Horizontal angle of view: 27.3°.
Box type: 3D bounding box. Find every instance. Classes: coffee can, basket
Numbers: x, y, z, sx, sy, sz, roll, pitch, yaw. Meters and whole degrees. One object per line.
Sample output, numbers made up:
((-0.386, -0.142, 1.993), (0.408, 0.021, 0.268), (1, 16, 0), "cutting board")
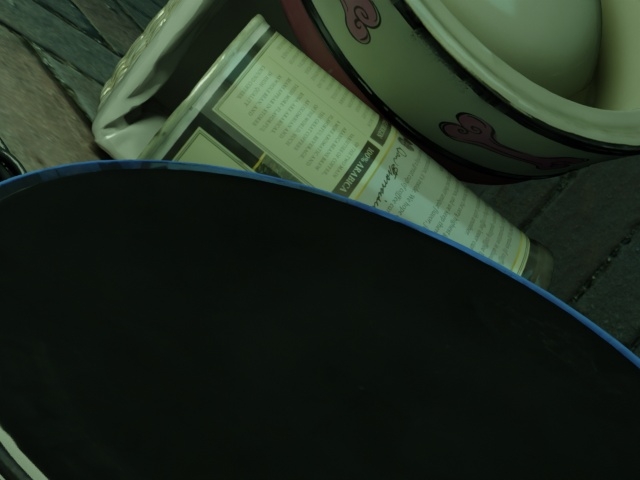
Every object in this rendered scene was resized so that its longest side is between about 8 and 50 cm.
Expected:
((0.000, 0.000, 0.954), (0.275, 0.201, 0.201), (39, 9, -7), "coffee can")
((-0.006, -0.146, 1.286), (0.328, 0.331, 0.266), (38, 4, -16), "basket")

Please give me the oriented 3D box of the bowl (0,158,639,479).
((0.006, 0.085, 0.537), (0.391, 0.077, 0.391), (18, 24, -9), "bowl")

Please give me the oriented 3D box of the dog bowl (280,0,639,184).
((0.135, -0.225, 1.056), (0.408, 0.150, 0.407), (16, 60, -30), "dog bowl")

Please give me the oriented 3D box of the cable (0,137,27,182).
((-0.248, -0.066, 0.767), (0.184, 0.047, 0.150), (46, 11, 30), "cable")
